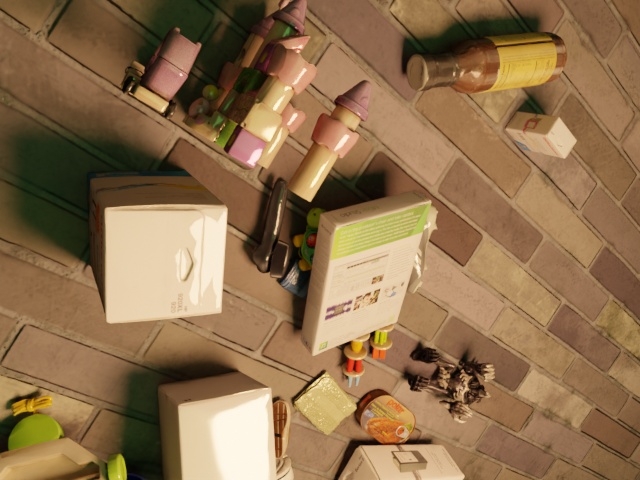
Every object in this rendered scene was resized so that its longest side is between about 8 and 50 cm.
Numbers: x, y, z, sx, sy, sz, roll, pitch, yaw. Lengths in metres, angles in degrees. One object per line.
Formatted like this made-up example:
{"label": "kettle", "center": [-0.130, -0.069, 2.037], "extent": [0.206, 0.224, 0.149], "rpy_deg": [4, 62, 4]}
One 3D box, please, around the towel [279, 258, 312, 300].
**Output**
{"label": "towel", "center": [-0.024, 0.089, 1.142], "extent": [0.119, 0.029, 0.067], "rpy_deg": [32, 92, -33]}

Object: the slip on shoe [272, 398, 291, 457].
{"label": "slip on shoe", "center": [-0.086, 0.408, 1.223], "extent": [0.041, 0.051, 0.135], "rpy_deg": [-22, 116, -65]}

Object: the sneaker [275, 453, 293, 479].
{"label": "sneaker", "center": [-0.165, 0.553, 1.210], "extent": [0.235, 0.090, 0.095], "rpy_deg": [-18, 125, -20]}

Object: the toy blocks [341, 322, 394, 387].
{"label": "toy blocks", "center": [0.105, 0.256, 1.258], "extent": [0.123, 0.054, 0.148], "rpy_deg": [-14, 123, -30]}

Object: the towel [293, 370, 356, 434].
{"label": "towel", "center": [0.012, 0.373, 1.267], "extent": [0.110, 0.027, 0.148], "rpy_deg": [-42, 122, -7]}

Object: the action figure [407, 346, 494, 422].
{"label": "action figure", "center": [0.344, 0.361, 1.375], "extent": [0.276, 0.141, 0.164], "rpy_deg": [26, 84, -31]}

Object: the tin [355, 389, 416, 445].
{"label": "tin", "center": [0.161, 0.435, 1.364], "extent": [0.106, 0.040, 0.190], "rpy_deg": [-46, 123, -1]}

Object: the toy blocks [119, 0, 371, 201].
{"label": "toy blocks", "center": [-0.096, -0.260, 0.828], "extent": [0.309, 0.288, 0.260], "rpy_deg": [28, 97, -30]}

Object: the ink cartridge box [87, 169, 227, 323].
{"label": "ink cartridge box", "center": [-0.260, -0.002, 0.862], "extent": [0.168, 0.233, 0.171], "rpy_deg": [-4, 109, -27]}

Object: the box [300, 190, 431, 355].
{"label": "box", "center": [0.085, 0.066, 1.110], "extent": [0.232, 0.058, 0.322], "rpy_deg": [-15, 133, -32]}

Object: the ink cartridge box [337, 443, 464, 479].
{"label": "ink cartridge box", "center": [0.186, 0.614, 1.379], "extent": [0.273, 0.115, 0.198], "rpy_deg": [12, 114, -31]}

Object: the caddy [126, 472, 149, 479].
{"label": "caddy", "center": [-0.431, 0.562, 0.978], "extent": [0.341, 0.241, 0.179], "rpy_deg": [-23, 122, -20]}

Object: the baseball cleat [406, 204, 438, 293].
{"label": "baseball cleat", "center": [0.187, 0.014, 1.214], "extent": [0.109, 0.072, 0.206], "rpy_deg": [8, 103, -14]}

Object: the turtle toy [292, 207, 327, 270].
{"label": "turtle toy", "center": [0.000, 0.000, 1.093], "extent": [0.095, 0.066, 0.130], "rpy_deg": [-17, 95, -28]}

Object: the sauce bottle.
{"label": "sauce bottle", "center": [0.333, -0.355, 1.121], "extent": [0.344, 0.111, 0.111], "rpy_deg": [-11, 113, -23]}

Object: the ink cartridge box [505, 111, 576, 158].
{"label": "ink cartridge box", "center": [0.489, -0.235, 1.238], "extent": [0.088, 0.122, 0.052], "rpy_deg": [35, 90, -33]}

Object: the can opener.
{"label": "can opener", "center": [-0.087, -0.023, 1.055], "extent": [0.073, 0.059, 0.186], "rpy_deg": [8, 95, -3]}

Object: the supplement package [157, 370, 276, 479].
{"label": "supplement package", "center": [-0.191, 0.414, 1.037], "extent": [0.175, 0.177, 0.293], "rpy_deg": [-4, 90, -27]}

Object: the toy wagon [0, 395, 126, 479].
{"label": "toy wagon", "center": [-0.452, 0.428, 0.904], "extent": [0.267, 0.344, 0.068], "rpy_deg": [-11, 151, -12]}
